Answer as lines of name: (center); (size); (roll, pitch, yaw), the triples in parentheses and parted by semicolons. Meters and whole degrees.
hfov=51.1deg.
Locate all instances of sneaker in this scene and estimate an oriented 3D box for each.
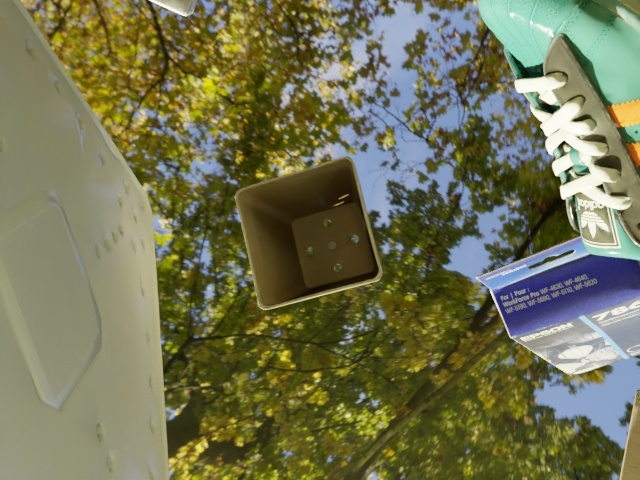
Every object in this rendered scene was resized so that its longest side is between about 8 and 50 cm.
sneaker: (0.200, -0.055, 0.432); (0.302, 0.108, 0.121); (38, -87, -13)

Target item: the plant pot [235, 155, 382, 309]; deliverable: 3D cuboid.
plant pot: (0.000, 0.000, 0.607); (0.109, 0.096, 0.109); (-16, -102, 13)

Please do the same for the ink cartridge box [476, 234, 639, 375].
ink cartridge box: (0.332, 0.089, 0.822); (0.165, 0.333, 0.065); (-25, -123, 27)

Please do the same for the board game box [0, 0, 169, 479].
board game box: (-0.182, 0.038, 0.402); (0.050, 0.390, 0.389); (-13, -120, 2)

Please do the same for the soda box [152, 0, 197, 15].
soda box: (-0.147, -0.380, 0.782); (0.074, 0.069, 0.216); (22, -71, -12)

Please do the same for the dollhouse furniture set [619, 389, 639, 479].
dollhouse furniture set: (0.326, 0.218, 0.516); (0.174, 0.303, 0.355); (11, -89, 28)
